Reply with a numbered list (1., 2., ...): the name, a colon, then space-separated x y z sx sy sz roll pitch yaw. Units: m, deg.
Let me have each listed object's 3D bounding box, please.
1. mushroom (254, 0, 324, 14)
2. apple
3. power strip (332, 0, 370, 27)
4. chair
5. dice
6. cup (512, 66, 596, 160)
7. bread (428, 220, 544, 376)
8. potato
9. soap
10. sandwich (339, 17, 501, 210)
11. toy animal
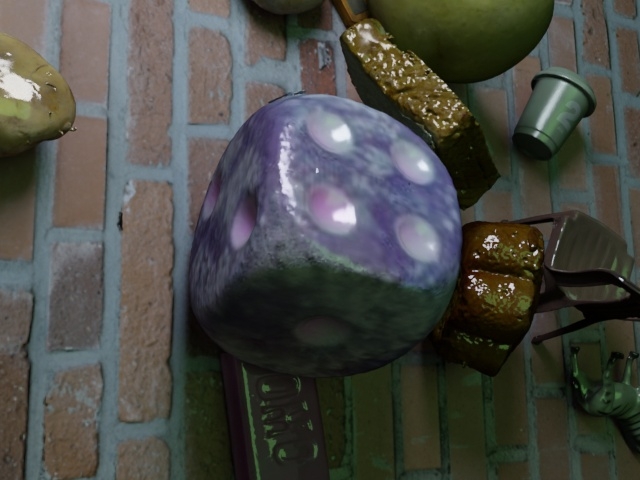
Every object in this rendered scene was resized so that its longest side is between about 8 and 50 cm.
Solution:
1. mushroom: -0.048 -0.416 1.330 0.166 0.127 0.166 0 87 -7
2. apple: 0.188 -0.369 1.366 0.233 0.257 0.295 -27 56 -3
3. power strip: 0.026 -0.418 1.423 0.049 0.028 0.178 -31 95 -30
4. chair: 0.419 0.048 1.371 0.176 0.326 0.183 29 67 -23
5. dice: 0.000 0.000 1.145 0.270 0.270 0.271 18 51 -23
6. cup: 0.392 -0.215 1.542 0.120 0.120 0.141 40 76 -16
7. bread: 0.242 0.081 1.317 0.135 0.246 0.232 13 64 -10
8. potato: -0.416 -0.175 1.080 0.235 0.128 0.161 4 62 -24
9. soap: -0.061 0.240 1.214 0.122 0.065 0.203 -5 81 -30
10. sandwich: 0.141 -0.176 1.294 0.087 0.226 0.251 -39 58 3
11. toy animal: 0.506 0.273 1.521 0.217 0.073 0.175 11 89 -22
